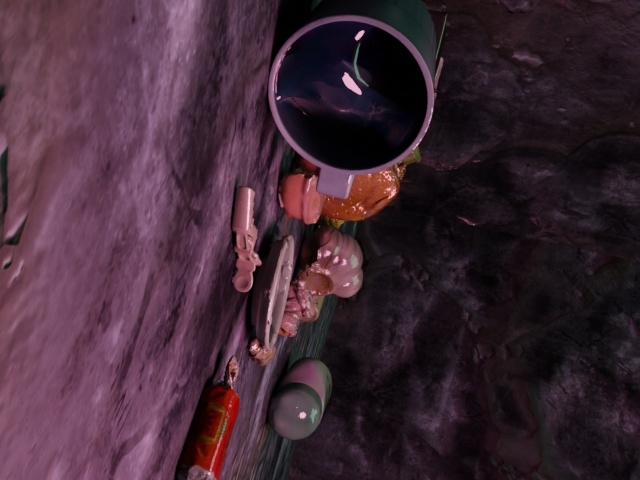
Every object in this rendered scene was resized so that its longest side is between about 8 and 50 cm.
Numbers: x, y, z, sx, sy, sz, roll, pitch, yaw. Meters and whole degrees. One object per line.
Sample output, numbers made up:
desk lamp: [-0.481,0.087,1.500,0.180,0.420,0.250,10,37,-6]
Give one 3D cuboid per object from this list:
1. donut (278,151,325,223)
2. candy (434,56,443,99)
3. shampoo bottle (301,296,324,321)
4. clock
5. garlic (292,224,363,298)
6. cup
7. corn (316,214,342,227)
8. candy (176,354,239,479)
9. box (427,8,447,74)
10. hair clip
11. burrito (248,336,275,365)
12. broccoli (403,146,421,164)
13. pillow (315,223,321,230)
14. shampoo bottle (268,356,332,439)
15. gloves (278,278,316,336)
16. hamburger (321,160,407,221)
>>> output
donut: [-0.024,-0.142,1.618,0.199,0.085,0.232,93,11,-57]
candy: [0.221,-0.487,2.356,0.155,0.265,0.115,53,46,-82]
shampoo bottle: [-0.026,0.153,2.276,0.162,0.079,0.079,-71,171,-47]
clock: [-0.099,0.098,1.575,0.236,0.053,0.236,12,90,-87]
garlic: [-0.006,0.074,2.146,0.257,0.207,0.207,-15,-124,56]
cup: [0.082,-0.267,1.376,0.311,0.257,0.331,-72,146,-57]
corn: [0.036,-0.137,2.179,0.093,0.094,0.244,-71,171,-46]
candy: [-0.176,0.313,1.275,0.086,0.059,0.292,91,12,-58]
box: [0.190,-0.491,2.088,0.345,0.251,0.204,-43,145,-80]
hair clip: [-0.120,0.001,1.251,0.226,0.034,0.072,93,12,-56]
burrito: [-0.122,0.231,1.676,0.149,0.055,0.041,82,-9,-70]
broccoli: [0.171,-0.278,2.588,0.260,0.235,0.288,-35,-144,42]
pillow: [0.000,0.000,2.372,0.118,0.043,0.184,-46,148,-75]
shampoo bottle: [-0.058,0.465,2.309,0.349,0.152,0.221,-29,133,-81]
gloves: [-0.062,0.166,1.932,0.110,0.094,0.144,61,49,-65]
hamburger: [0.079,-0.187,1.835,0.211,0.245,0.260,-67,148,-53]
